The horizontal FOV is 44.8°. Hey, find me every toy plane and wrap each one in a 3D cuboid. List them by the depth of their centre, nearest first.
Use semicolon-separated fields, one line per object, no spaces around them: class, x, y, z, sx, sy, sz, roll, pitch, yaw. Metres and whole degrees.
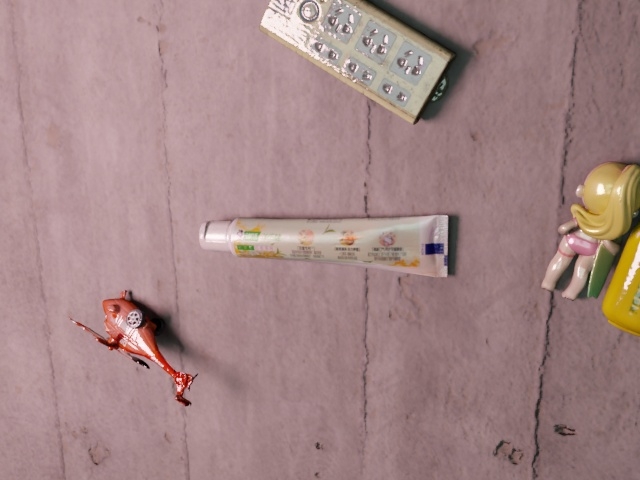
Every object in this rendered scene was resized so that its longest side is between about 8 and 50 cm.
toy plane;-0.242;0.141;1.053;0.077;0.126;0.194;-53;44;-3

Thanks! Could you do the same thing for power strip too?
power strip;0.026;-0.236;0.887;0.268;0.034;0.092;33;115;7

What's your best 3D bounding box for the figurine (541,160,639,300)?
figurine;0.298;-0.008;0.843;0.083;0.083;0.187;27;123;10

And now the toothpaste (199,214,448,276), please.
toothpaste;0.000;0.000;0.962;0.314;0.058;0.056;3;64;15

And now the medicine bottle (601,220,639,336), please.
medicine bottle;0.379;-0.020;0.809;0.095;0.064;0.261;14;110;-1
